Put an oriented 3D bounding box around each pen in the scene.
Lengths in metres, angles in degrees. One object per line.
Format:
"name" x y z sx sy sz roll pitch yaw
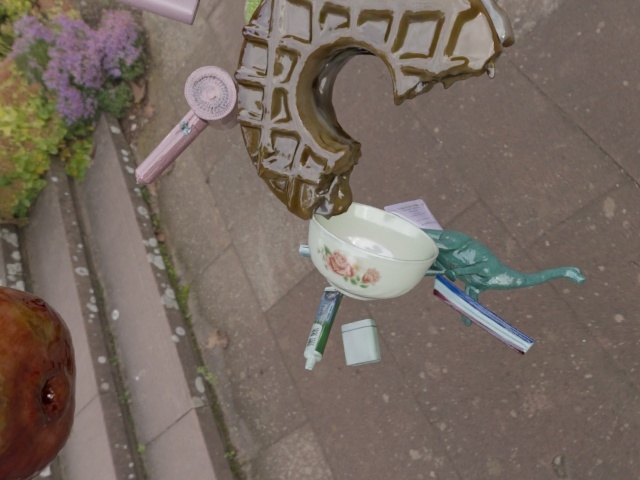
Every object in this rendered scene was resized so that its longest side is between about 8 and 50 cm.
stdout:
"pen" -0.235 -0.293 0.510 0.032 0.197 0.053 146 138 -66

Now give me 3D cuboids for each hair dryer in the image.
"hair dryer" -0.342 -0.272 1.171 0.352 0.210 0.125 -45 98 1

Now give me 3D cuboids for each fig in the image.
"fig" -0.329 0.134 0.414 0.205 0.205 0.205 -8 77 38

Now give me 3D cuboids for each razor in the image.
"razor" 0.000 0.000 1.272 0.068 0.135 0.040 8 125 23

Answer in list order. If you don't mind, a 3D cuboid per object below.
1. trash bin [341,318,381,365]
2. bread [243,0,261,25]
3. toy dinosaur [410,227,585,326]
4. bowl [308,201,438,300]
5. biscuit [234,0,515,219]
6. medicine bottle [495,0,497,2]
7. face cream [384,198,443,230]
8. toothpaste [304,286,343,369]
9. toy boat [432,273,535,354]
"trash bin" 0.131 0.329 1.484 0.116 0.059 0.129 -21 64 29
"bread" -0.073 -0.469 0.982 0.229 0.228 0.033 -1 40 39
"toy dinosaur" 0.379 0.028 1.104 0.383 0.331 0.129 48 147 36
"bowl" 0.095 0.032 0.974 0.277 0.277 0.145 34 116 37
"biscuit" 0.024 -0.208 0.588 0.366 0.115 0.268 -40 85 32
"medicine bottle" 0.283 -0.461 0.995 0.252 0.114 0.114 114 144 -64
"face cream" 0.341 -0.044 1.554 0.096 0.154 0.273 90 159 -44
"toothpaste" 0.012 0.298 1.655 0.099 0.061 0.392 -12 35 28
"toy boat" 0.319 0.146 0.933 0.229 0.080 0.046 35 92 28
